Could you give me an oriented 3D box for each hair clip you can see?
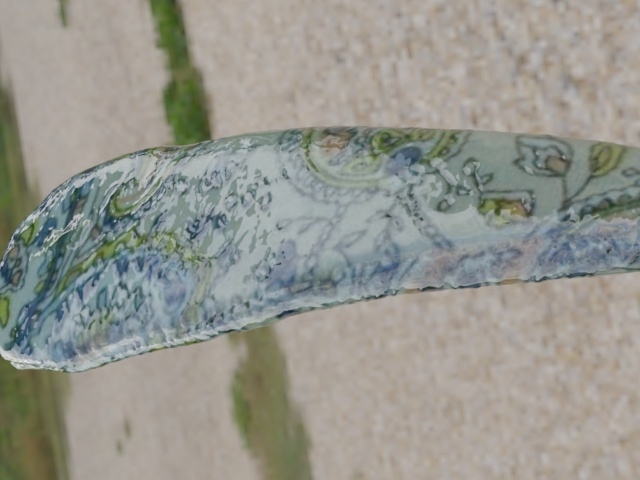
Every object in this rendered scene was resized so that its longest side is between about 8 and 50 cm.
[{"bbox_3d":[-0.002,-0.001,0.457,0.036,0.229,0.066,51,-136,-44],"label":"hair clip"}]
